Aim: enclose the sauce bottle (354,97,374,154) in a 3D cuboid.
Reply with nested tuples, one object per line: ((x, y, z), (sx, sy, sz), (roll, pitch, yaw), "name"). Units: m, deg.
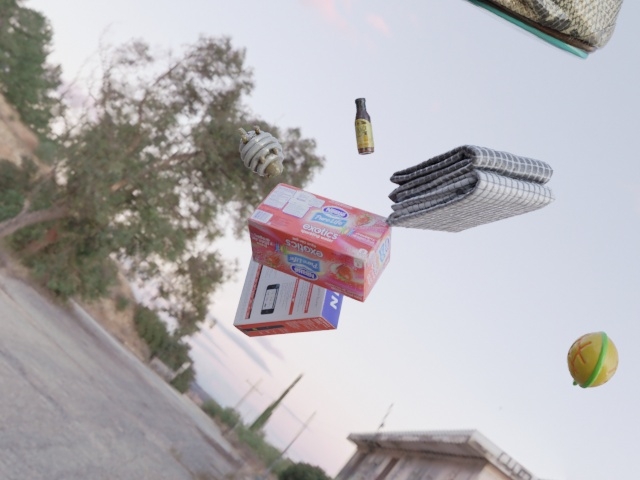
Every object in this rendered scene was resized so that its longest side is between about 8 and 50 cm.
((0.097, -0.261, 1.638), (0.042, 0.042, 0.128), (159, -77, -70), "sauce bottle")

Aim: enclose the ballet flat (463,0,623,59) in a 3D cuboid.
((0.180, -0.374, 0.914), (0.482, 0.182, 0.164), (10, 22, -15), "ballet flat")

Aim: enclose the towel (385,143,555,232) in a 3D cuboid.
((0.303, -0.105, 1.492), (0.235, 0.121, 0.283), (5, -15, -36), "towel")

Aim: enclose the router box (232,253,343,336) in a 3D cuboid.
((-0.068, 0.091, 1.973), (0.301, 0.336, 0.082), (-9, -36, 34), "router box")

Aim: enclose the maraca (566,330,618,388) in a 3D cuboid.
((0.576, 0.257, 1.533), (0.099, 0.127, 0.186), (23, -12, 10), "maraca")

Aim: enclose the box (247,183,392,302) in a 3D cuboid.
((0.000, 0.000, 1.648), (0.299, 0.154, 0.142), (19, -42, 20), "box")

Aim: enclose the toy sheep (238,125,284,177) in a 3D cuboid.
((-0.121, -0.180, 1.436), (0.132, 0.091, 0.091), (53, -16, 16), "toy sheep")
